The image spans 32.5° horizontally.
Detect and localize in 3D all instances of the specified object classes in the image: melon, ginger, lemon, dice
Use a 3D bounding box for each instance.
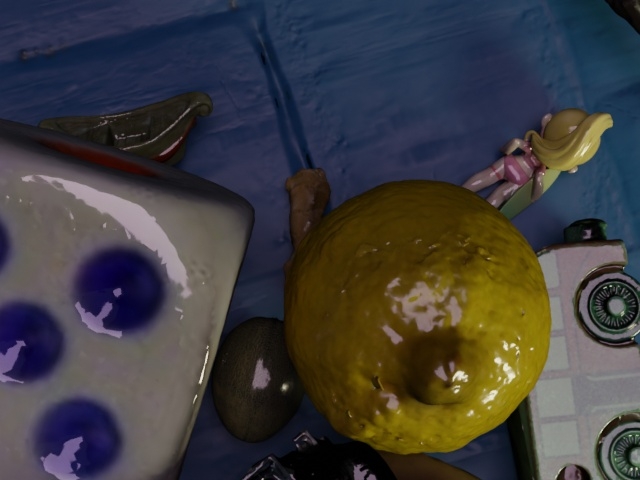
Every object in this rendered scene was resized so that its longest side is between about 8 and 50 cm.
[{"bbox_3d":[-0.063,0.142,1.128,0.098,0.098,0.130,16,82,-2],"label":"melon"},{"bbox_3d":[0.009,0.001,1.166,0.096,0.067,0.165,-1,80,4],"label":"ginger"},{"bbox_3d":[0.087,0.069,1.006,0.245,0.320,0.245,0,106,0],"label":"lemon"},{"bbox_3d":[-0.242,0.066,1.008,0.304,0.277,0.304,16,96,-4],"label":"dice"}]

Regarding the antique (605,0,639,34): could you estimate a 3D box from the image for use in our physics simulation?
[{"bbox_3d":[0.419,-0.354,1.185,0.255,0.185,0.322,43,82,-5],"label":"antique"}]

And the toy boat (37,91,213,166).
[{"bbox_3d":[-0.199,-0.108,1.153,0.185,0.089,0.071,-11,127,0],"label":"toy boat"}]

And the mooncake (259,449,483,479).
[{"bbox_3d":[0.046,0.393,1.027,0.394,0.246,0.393,11,73,-2],"label":"mooncake"}]

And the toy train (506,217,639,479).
[{"bbox_3d":[0.268,0.142,1.137,0.159,0.129,0.326,-6,84,1],"label":"toy train"}]

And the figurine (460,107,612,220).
[{"bbox_3d":[0.231,-0.082,1.191,0.187,0.083,0.083,-31,86,3],"label":"figurine"}]

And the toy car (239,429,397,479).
[{"bbox_3d":[0.022,0.309,0.871,0.193,0.118,0.301,-31,72,-23],"label":"toy car"}]
